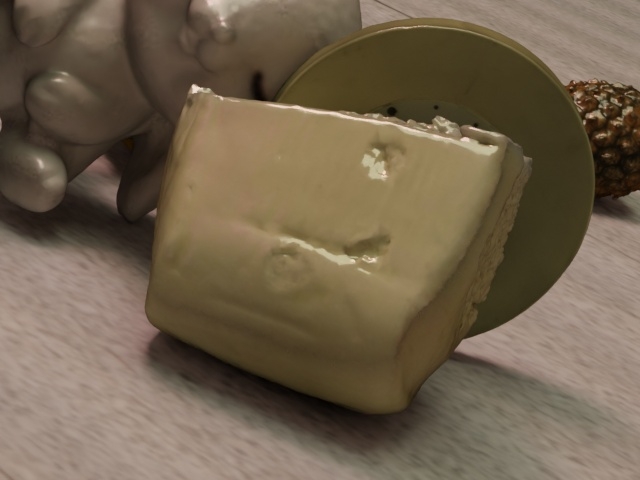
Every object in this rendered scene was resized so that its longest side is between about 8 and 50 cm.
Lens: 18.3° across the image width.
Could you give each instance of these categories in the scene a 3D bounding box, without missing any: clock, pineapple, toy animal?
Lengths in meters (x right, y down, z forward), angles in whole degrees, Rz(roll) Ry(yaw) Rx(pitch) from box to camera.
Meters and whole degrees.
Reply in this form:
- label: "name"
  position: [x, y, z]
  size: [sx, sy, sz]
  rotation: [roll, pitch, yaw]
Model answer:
- label: "clock"
  position: [0.069, -0.038, 1.349]
  size: [0.235, 0.235, 0.029]
  rotation: [14, 22, -6]
- label: "pineapple"
  position: [0.183, -0.097, 1.836]
  size: [0.251, 0.125, 0.125]
  rotation: [0, 22, -14]
- label: "toy animal"
  position: [-0.100, -0.154, 1.403]
  size: [0.265, 0.271, 0.206]
  rotation: [-10, 9, 18]

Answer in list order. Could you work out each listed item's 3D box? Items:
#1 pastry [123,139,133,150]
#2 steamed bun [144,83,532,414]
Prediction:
- label: "pastry"
  position: [-0.079, -0.127, 1.623]
  size: [0.235, 0.132, 0.240]
  rotation: [-11, 39, -33]
- label: "steamed bun"
  position: [0.000, 0.000, 1.276]
  size: [0.225, 0.200, 0.170]
  rotation: [21, -13, 14]
